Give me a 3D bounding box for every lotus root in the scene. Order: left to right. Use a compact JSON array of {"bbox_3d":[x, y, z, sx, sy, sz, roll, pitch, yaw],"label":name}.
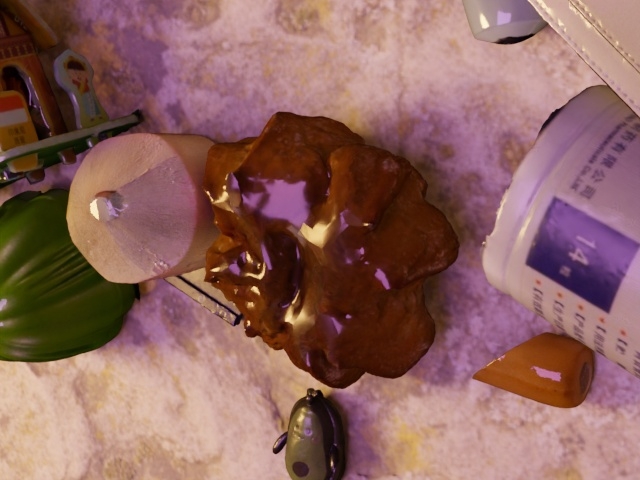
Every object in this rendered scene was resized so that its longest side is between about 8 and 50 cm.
[{"bbox_3d":[-0.304,0.057,1.715,0.186,0.186,0.186,8,106,31],"label":"lotus root"}]

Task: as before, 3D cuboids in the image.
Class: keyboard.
[{"bbox_3d":[-0.146,0.013,1.711,0.195,0.018,0.060,33,110,22],"label":"keyboard"}]

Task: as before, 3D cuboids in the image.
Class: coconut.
[{"bbox_3d":[-0.160,-0.034,1.619,0.147,0.153,0.147,4,98,28],"label":"coconut"}]

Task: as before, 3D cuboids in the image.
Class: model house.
[{"bbox_3d":[-0.426,-0.177,1.650,0.300,0.340,0.323,-21,90,37],"label":"model house"}]

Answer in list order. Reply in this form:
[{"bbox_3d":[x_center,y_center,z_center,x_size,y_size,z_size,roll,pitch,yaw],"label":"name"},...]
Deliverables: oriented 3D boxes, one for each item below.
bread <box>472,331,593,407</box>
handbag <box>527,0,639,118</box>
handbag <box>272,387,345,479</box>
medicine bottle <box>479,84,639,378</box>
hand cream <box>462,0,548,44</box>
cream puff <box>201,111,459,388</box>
[{"bbox_3d":[0.186,0.109,1.501,0.103,0.049,0.062,17,110,27],"label":"bread"},{"bbox_3d":[0.319,-0.274,1.260,0.237,0.160,0.358,48,121,16],"label":"handbag"},{"bbox_3d":[-0.009,0.192,1.646,0.072,0.047,0.111,13,110,29],"label":"handbag"},{"bbox_3d":[0.310,0.036,1.318,0.332,0.190,0.190,32,117,22],"label":"medicine bottle"},{"bbox_3d":[0.131,-0.321,1.443,0.109,0.067,0.320,-14,86,35],"label":"hand cream"},{"bbox_3d":[0.000,0.000,1.539,0.269,0.155,0.241,36,123,13],"label":"cream puff"}]
